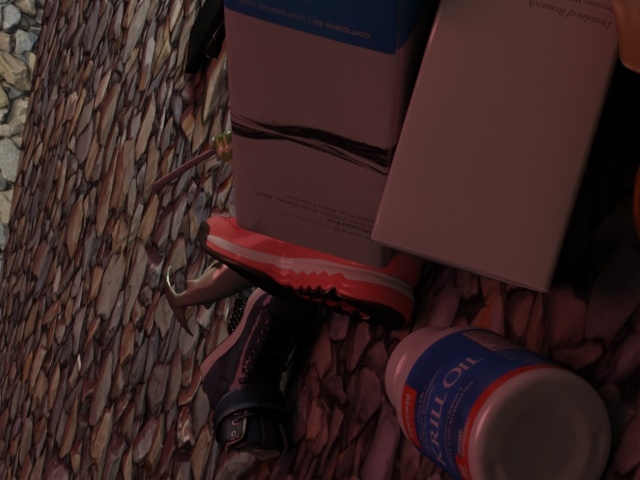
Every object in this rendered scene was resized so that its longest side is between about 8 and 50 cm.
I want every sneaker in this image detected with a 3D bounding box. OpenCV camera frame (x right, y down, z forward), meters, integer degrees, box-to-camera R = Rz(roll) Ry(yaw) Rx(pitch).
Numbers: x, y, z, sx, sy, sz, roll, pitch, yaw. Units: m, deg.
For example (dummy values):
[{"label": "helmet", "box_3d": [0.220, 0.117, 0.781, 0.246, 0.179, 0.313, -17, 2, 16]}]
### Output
[{"label": "sneaker", "box_3d": [-0.057, 0.154, 1.799, 0.226, 0.086, 0.163, -54, 34, 34]}, {"label": "sneaker", "box_3d": [0.001, 0.000, 1.683, 0.314, 0.116, 0.136, 15, 75, 43]}]

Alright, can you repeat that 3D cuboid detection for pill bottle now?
[{"label": "pill bottle", "box_3d": [0.136, 0.141, 1.292, 0.221, 0.124, 0.124, 25, 98, 68]}]

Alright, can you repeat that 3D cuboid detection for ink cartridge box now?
[{"label": "ink cartridge box", "box_3d": [0.037, -0.209, 1.415, 0.395, 0.166, 0.285, 91, -161, -52]}]

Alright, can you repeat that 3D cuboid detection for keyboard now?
[{"label": "keyboard", "box_3d": [-0.092, 0.112, 1.971, 0.100, 0.038, 0.192, -68, 24, 14]}, {"label": "keyboard", "box_3d": [-0.139, -0.381, 2.422, 0.201, 0.033, 0.317, -88, 24, -46]}]

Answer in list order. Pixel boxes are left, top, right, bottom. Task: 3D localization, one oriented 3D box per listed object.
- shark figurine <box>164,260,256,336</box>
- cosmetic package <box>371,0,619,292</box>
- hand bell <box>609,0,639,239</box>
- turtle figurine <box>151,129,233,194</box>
[{"label": "shark figurine", "box_3d": [-0.083, 0.045, 1.887, 0.278, 0.116, 0.166, -39, 17, 17]}, {"label": "cosmetic package", "box_3d": [0.166, -0.150, 1.290, 0.197, 0.155, 0.365, -7, -68, -83]}, {"label": "hand bell", "box_3d": [0.259, -0.096, 1.165, 0.126, 0.126, 0.242, -124, 27, -62]}, {"label": "turtle figurine", "box_3d": [-0.068, -0.162, 1.752, 0.274, 0.198, 0.266, 22, 112, 36]}]
